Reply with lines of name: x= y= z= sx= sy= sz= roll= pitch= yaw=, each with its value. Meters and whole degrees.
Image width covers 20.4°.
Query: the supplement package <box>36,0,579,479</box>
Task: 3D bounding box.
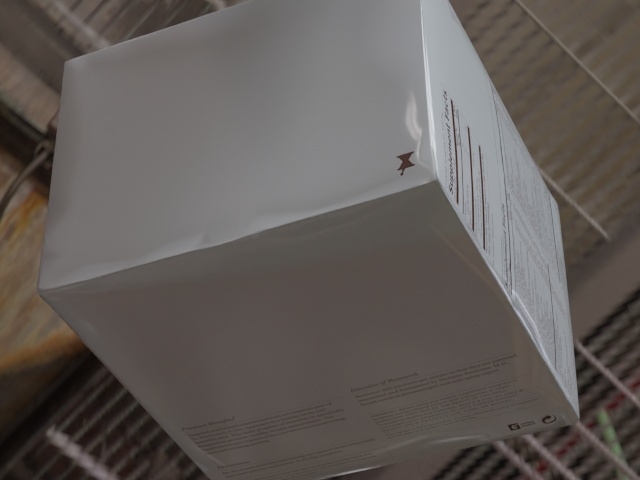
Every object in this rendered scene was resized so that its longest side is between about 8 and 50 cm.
supplement package: x=0.000 y=0.000 z=0.865 sx=0.194 sy=0.149 sz=0.203 roll=-15 pitch=-41 yaw=18
